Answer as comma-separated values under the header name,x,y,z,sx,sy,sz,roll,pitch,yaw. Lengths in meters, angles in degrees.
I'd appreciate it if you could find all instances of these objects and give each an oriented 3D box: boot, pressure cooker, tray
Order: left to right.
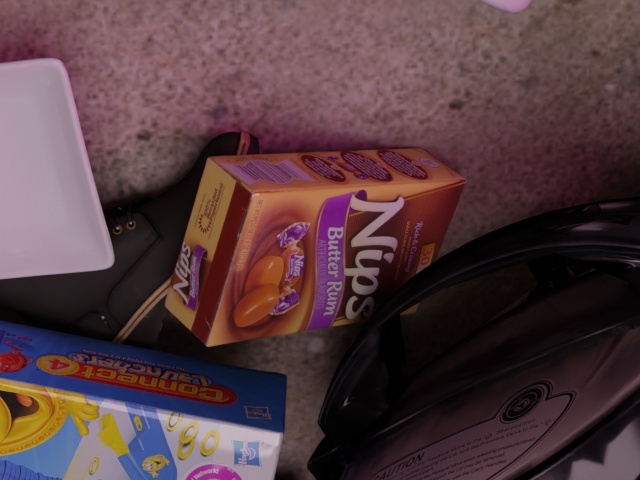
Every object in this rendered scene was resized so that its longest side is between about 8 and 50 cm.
name,x,y,z,sx,sy,sz,roll,pitch,yaw
tray,-0.270,-0.038,0.888,0.270,0.030,0.145,-5,120,8
boot,-0.141,-0.011,0.930,0.137,0.077,0.198,32,103,-11
pressure cooker,0.202,0.176,0.894,0.370,0.375,0.420,-37,97,-1

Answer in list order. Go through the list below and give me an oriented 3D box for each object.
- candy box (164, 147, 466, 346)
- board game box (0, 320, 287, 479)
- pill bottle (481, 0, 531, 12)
name,x,y,z,sx,sy,sz,roll,pitch,yaw
candy box,0.000,0.000,0.915,0.187,0.053,0.109,-7,125,-43
board game box,-0.199,0.211,0.928,0.302,0.086,0.308,11,108,-4
pill bottle,0.132,-0.262,0.792,0.136,0.136,0.245,30,110,-22
